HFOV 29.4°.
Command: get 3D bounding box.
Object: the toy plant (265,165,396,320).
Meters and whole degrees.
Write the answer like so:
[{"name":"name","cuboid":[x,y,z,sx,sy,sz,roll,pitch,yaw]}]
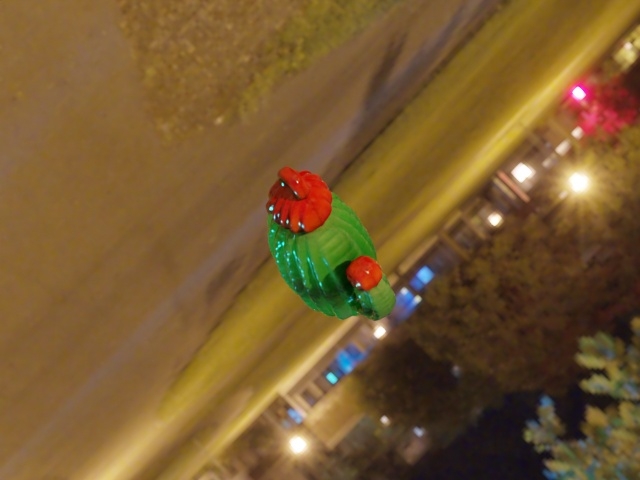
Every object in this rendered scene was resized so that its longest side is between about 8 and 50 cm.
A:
[{"name":"toy plant","cuboid":[0.008,0.011,1.100,0.088,0.154,0.240,-41,179,-10]}]
